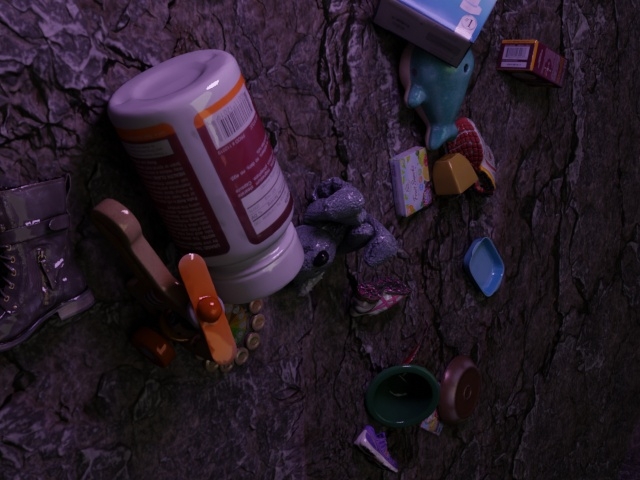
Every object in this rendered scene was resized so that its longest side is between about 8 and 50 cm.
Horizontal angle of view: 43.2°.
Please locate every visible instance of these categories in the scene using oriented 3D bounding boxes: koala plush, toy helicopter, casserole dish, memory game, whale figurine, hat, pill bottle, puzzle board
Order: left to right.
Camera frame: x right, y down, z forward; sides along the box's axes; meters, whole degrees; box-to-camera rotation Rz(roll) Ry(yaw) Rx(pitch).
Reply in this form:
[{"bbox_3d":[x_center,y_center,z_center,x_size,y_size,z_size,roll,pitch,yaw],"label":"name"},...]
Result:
[{"bbox_3d":[-0.254,0.077,1.322,0.140,0.235,0.355,-49,130,-26],"label":"toy helicopter"},{"bbox_3d":[-0.176,-0.099,1.369,0.224,0.224,0.392,-43,128,-31],"label":"pill bottle"},{"bbox_3d":[-0.178,0.170,1.586,0.186,0.012,0.186,-13,109,-43],"label":"memory game"},{"bbox_3d":[0.000,0.000,1.640,0.221,0.203,0.196,-43,121,-4],"label":"koala plush"},{"bbox_3d":[0.204,0.341,2.017,0.208,0.183,0.173,-17,111,3],"label":"hat"},{"bbox_3d":[0.317,0.453,2.170,0.096,0.011,0.128,34,75,-45],"label":"puzzle board"},{"bbox_3d":[0.281,-0.343,1.842,0.216,0.141,0.272,-28,117,-39],"label":"whale figurine"},{"bbox_3d":[0.437,0.069,2.183,0.114,0.037,0.188,-57,134,-20],"label":"casserole dish"}]

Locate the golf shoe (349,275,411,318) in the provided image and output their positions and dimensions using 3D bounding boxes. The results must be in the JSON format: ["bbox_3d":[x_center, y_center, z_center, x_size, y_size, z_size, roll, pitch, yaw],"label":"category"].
[{"bbox_3d":[0.134,0.132,1.873,0.186,0.067,0.086,-6,131,-46],"label":"golf shoe"}]

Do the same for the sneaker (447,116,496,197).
[{"bbox_3d":[0.385,-0.217,2.040,0.225,0.088,0.093,63,36,-35],"label":"sneaker"}]

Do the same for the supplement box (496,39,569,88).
[{"bbox_3d":[0.561,-0.464,2.132,0.188,0.104,0.081,9,93,-47],"label":"supplement box"}]

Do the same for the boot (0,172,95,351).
[{"bbox_3d":[-0.469,0.030,1.212,0.263,0.091,0.229,-29,114,-43],"label":"boot"}]

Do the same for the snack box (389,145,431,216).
[{"bbox_3d":[0.212,-0.139,1.897,0.100,0.037,0.141,-28,119,-37],"label":"snack box"}]

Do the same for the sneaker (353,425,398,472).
[{"bbox_3d":[0.148,0.510,1.970,0.071,0.068,0.170,-59,134,-26],"label":"sneaker"}]

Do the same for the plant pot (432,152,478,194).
[{"bbox_3d":[0.321,-0.167,1.977,0.081,0.081,0.083,-37,113,-34],"label":"plant pot"}]

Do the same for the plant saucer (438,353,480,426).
[{"bbox_3d":[0.387,0.411,2.201,0.198,0.036,0.199,-10,103,-49],"label":"plant saucer"}]

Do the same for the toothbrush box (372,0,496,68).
[{"bbox_3d":[0.277,-0.556,1.722,0.216,0.126,0.296,28,75,0],"label":"toothbrush box"}]
